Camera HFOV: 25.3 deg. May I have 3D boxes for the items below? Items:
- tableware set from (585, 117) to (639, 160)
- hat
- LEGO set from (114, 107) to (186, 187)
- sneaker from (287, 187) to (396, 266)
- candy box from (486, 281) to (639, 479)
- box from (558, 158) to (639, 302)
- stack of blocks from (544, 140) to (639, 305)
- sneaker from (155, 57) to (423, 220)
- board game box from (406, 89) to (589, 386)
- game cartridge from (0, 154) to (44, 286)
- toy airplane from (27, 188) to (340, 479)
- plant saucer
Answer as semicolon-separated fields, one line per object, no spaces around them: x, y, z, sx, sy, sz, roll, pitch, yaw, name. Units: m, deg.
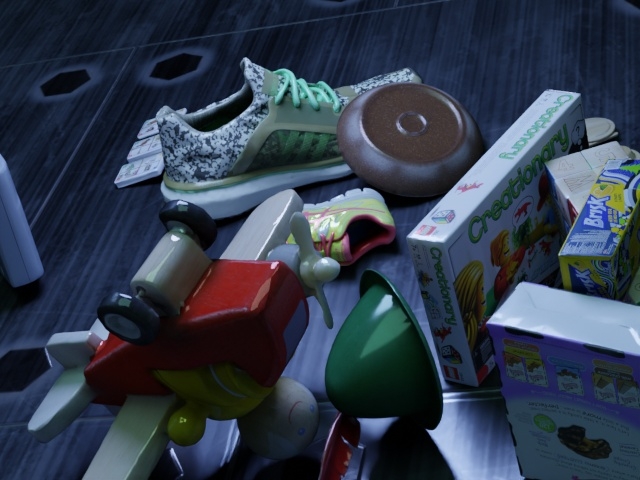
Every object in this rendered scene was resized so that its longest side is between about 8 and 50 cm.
0.335;-0.109;1.843;0.141;0.020;0.168;-19;31;-8;tableware set
0.009;0.149;1.443;0.184;0.173;0.208;-21;38;-15;hat
-0.172;-0.151;2.129;0.244;0.060;0.182;-17;30;21;LEGO set
0.000;0.000;1.771;0.209;0.081;0.094;-23;35;-12;sneaker
0.255;0.148;1.317;0.165;0.196;0.070;12;41;36;candy box
0.278;-0.010;1.354;0.054;0.059;0.169;3;36;28;box
0.326;0.043;1.471;0.087;0.171;0.297;-17;31;0;stack of blocks
-0.045;-0.173;1.959;0.410;0.182;0.158;-24;33;-14;sneaker
0.212;-0.008;1.580;0.053;0.193;0.305;11;41;37;board game box
-0.458;-0.063;1.961;0.062;0.198;0.297;-26;34;-14;game cartridge
-0.131;0.142;1.467;0.386;0.272;0.384;-53;11;12;toy airplane
0.121;-0.146;1.898;0.199;0.036;0.198;3;54;-4;plant saucer
